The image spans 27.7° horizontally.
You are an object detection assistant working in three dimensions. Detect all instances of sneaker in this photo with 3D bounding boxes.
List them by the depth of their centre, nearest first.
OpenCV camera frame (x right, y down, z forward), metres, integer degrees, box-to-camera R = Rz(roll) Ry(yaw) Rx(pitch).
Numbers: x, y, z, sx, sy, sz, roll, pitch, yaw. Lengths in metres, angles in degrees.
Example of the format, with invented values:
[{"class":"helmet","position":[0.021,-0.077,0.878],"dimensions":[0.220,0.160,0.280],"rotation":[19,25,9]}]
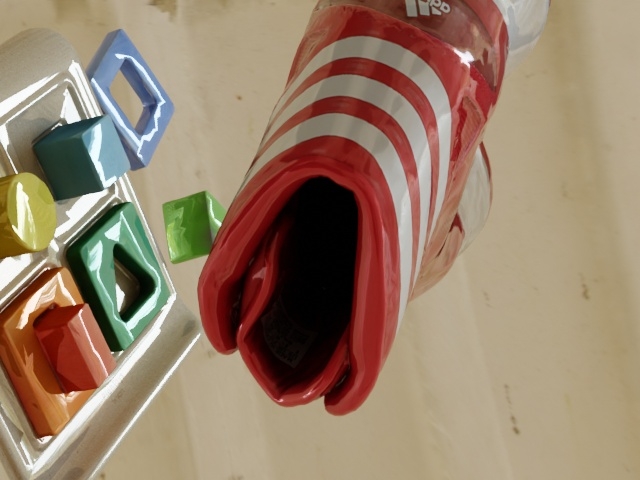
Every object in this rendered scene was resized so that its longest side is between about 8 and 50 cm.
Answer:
[{"class":"sneaker","position":[0.000,0.000,0.413],"dimensions":[0.087,0.221,0.128],"rotation":[25,-113,12]}]

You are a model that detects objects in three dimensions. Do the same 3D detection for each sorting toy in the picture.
[{"class":"sorting toy","position":[-0.126,0.005,0.639],"dimensions":[0.047,0.348,0.196],"rotation":[-15,-69,26]}]
